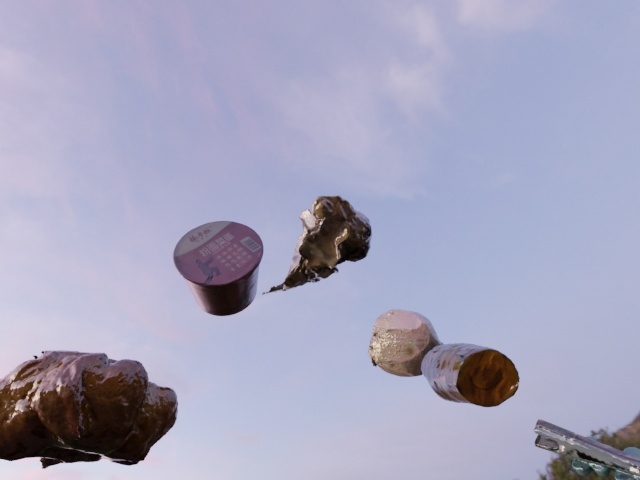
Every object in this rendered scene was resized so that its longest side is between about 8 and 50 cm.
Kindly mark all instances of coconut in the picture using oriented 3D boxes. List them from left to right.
[{"bbox_3d":[0.236,0.279,1.155,0.195,0.194,0.194,-8,-38,-6],"label":"coconut"}]

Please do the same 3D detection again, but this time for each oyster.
[{"bbox_3d":[0.000,0.009,0.634,0.108,0.161,0.232,21,-27,-12],"label":"oyster"}]

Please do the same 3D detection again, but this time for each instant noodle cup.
[{"bbox_3d":[-0.271,0.086,1.173,0.235,0.234,0.178,-5,-44,-9],"label":"instant noodle cup"}]

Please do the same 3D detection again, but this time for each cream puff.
[{"bbox_3d":[-0.363,0.253,0.648,0.269,0.154,0.241,-3,-39,-4],"label":"cream puff"}]

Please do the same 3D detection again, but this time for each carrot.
[{"bbox_3d":[0.187,0.176,0.561,0.082,0.082,0.173,-10,-11,-3],"label":"carrot"}]

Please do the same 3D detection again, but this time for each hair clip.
[{"bbox_3d":[0.306,0.221,0.427,0.049,0.049,0.173,21,-14,-35],"label":"hair clip"}]
